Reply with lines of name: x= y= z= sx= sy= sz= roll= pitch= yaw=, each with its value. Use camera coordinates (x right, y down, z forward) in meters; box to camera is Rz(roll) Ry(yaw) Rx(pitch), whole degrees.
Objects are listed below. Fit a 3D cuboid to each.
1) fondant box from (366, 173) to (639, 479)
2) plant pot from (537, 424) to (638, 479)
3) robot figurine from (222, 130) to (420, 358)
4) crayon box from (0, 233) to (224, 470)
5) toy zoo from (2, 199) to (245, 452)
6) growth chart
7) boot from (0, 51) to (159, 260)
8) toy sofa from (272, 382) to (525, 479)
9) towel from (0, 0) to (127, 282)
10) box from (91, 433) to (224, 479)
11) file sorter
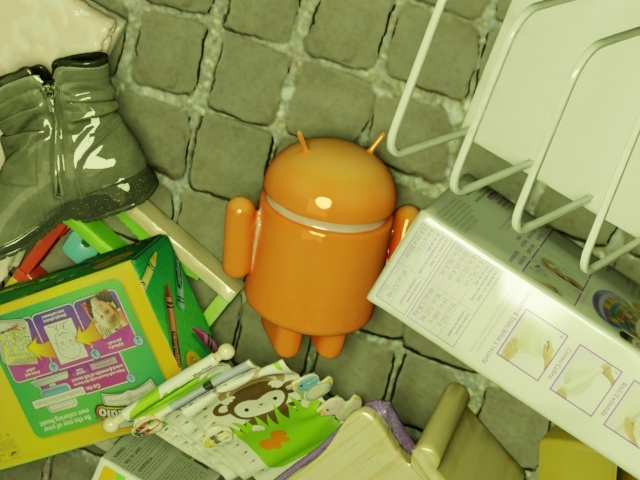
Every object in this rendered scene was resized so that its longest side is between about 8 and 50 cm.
fondant box: x=0.219 y=0.081 z=1.580 sx=0.330 sy=0.238 sz=0.096 roll=33 pitch=105 yaw=7
plant pot: x=0.247 y=0.206 z=1.714 sx=0.083 sy=0.081 sz=0.081 roll=12 pitch=113 yaw=25
robot figurine: x=0.002 y=0.000 z=1.703 sx=0.158 sy=0.128 sz=0.219 roll=19 pitch=116 yaw=16
crayon box: x=-0.247 y=0.116 z=1.829 sx=0.278 sy=0.081 sz=0.165 roll=-18 pitch=103 yaw=25
toy zoo: x=-0.230 y=0.085 z=1.875 sx=0.192 sy=0.030 sz=0.293 roll=41 pitch=118 yaw=2
growth chart: x=-0.068 y=0.170 z=1.761 sx=0.172 sy=0.021 sz=0.237 roll=-36 pitch=136 yaw=19
boot: x=-0.287 y=-0.081 z=1.753 sx=0.246 sy=0.083 sz=0.161 roll=-21 pitch=109 yaw=9
toy sofa: x=0.005 y=0.280 z=1.781 sx=0.362 sy=0.150 sz=0.177 roll=-40 pitch=93 yaw=25
towel: x=-0.381 y=-0.164 z=1.828 sx=0.317 sy=0.053 sz=0.332 roll=32 pitch=118 yaw=6
box: x=-0.190 y=0.299 z=1.893 sx=0.103 sy=0.114 sz=0.203 roll=30 pitch=118 yaw=9
file sorter: x=0.225 y=-0.094 z=1.520 sx=0.277 sy=0.173 sz=0.193 roll=32 pitch=119 yaw=23
